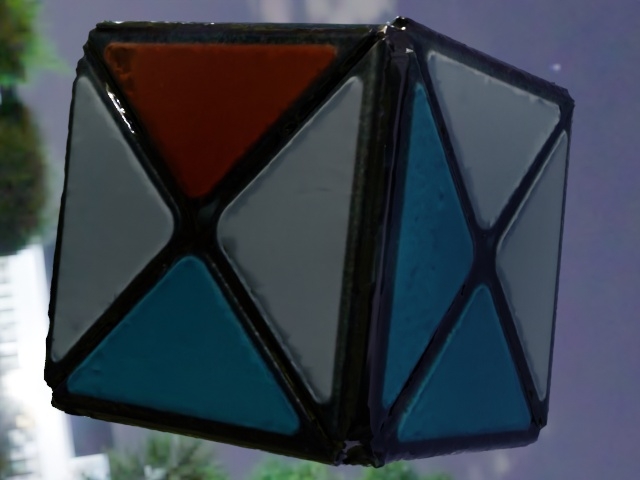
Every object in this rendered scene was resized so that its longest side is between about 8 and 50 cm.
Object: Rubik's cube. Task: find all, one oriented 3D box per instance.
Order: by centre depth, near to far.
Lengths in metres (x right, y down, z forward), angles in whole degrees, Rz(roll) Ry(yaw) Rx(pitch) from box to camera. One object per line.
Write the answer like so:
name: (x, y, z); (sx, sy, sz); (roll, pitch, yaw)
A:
Rubik's cube: (0.000, 0.000, 0.927); (0.250, 0.248, 0.246); (5, -91, 35)
